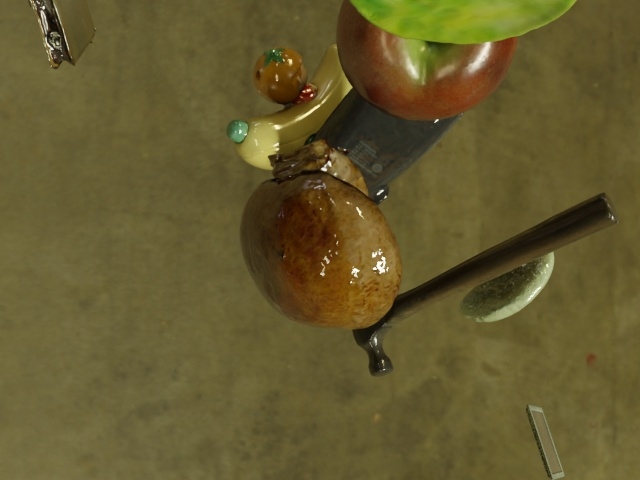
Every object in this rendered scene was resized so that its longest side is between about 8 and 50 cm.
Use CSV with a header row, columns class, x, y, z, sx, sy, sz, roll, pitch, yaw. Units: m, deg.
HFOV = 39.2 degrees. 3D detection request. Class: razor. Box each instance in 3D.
class,x,y,z,sx,sy,sz,roll,pitch,yaw
razor,0.115,-0.204,1.599,0.189,0.327,0.107,33,24,-21

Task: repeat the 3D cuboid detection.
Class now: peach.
class,x,y,z,sx,sy,sz,roll,pitch,yaw
peach,0.146,-0.280,1.248,0.252,0.252,0.252,3,85,-36

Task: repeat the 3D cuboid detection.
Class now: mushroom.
class,x,y,z,sx,sy,sz,roll,pitch,yaw
mushroom,-0.011,-0.005,1.323,0.195,0.263,0.283,-2,78,-31

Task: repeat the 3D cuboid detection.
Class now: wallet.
class,x,y,z,sx,sy,sz,roll,pitch,yaw
wallet,-0.315,-0.283,1.105,0.031,0.198,0.110,-13,115,0

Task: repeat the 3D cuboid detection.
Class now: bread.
class,x,y,z,sx,sy,sz,roll,pitch,yaw
bread,0.321,0.071,1.506,0.193,0.112,0.036,-44,116,1

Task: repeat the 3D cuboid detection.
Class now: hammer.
class,x,y,z,sx,sy,sz,roll,pitch,yaw
hammer,0.224,0.049,1.308,0.044,0.440,0.168,9,59,-55

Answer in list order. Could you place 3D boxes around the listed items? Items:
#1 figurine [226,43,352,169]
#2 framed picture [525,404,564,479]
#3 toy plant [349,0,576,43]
class,x,y,z,sx,sy,sz,roll,pitch,yaw
figurine,-0.052,-0.272,1.745,0.222,0.124,0.324,47,65,-26
framed picture,0.433,0.388,1.733,0.183,0.011,0.142,29,43,-66
toy plant,0.100,-0.310,0.616,0.224,0.184,0.316,18,68,-47
